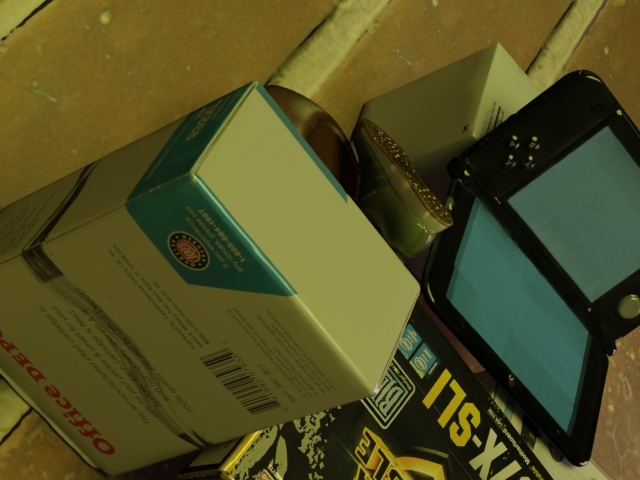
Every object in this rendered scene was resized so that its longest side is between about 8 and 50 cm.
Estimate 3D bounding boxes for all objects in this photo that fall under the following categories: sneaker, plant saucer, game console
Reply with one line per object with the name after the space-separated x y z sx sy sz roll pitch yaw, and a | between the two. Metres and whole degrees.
0.054 -0.041 1.473 0.064 0.086 0.192 32 16 -34 | sneaker
0.000 0.000 1.464 0.310 0.050 0.311 -10 90 -72 | plant saucer
0.258 0.029 1.502 0.293 0.250 0.173 47 12 -29 | game console

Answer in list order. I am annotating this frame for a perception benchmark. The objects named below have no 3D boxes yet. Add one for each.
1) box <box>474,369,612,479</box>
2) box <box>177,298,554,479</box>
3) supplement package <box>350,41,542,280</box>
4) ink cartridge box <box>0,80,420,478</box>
0.195 0.264 1.576 0.290 0.169 0.087 45 45 -29 | box
0.063 0.223 1.327 0.322 0.079 0.257 53 53 -17 | box
0.163 -0.068 1.659 0.203 0.194 0.149 45 45 -28 | supplement package
-0.115 0.042 1.205 0.223 0.307 0.129 50 41 -22 | ink cartridge box
